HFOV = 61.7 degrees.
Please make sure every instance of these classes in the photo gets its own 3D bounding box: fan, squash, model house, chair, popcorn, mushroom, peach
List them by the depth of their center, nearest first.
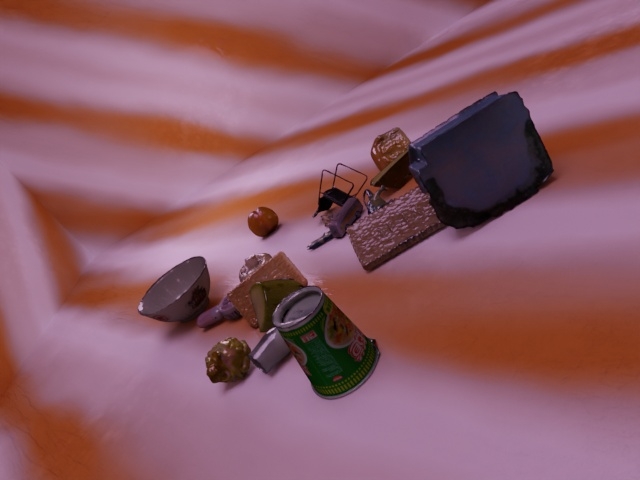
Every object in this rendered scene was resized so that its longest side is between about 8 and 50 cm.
[{"bbox_3d":[-0.278,0.362,1.623,0.145,0.125,0.126,-23,16,4],"label":"popcorn"},{"bbox_3d":[0.438,-0.246,1.637,0.360,0.297,0.339,-33,16,4],"label":"model house"},{"bbox_3d":[-0.141,0.179,1.734,0.184,0.085,0.191,-22,51,-2],"label":"squash"},{"bbox_3d":[-0.358,0.255,1.981,0.244,0.074,0.130,-29,25,17],"label":"fan"},{"bbox_3d":[-0.247,0.110,2.043,0.154,0.122,0.154,-24,28,14],"label":"mushroom"},{"bbox_3d":[0.069,-0.175,2.148,0.145,0.221,0.140,30,30,19],"label":"chair"},{"bbox_3d":[-0.260,-0.087,2.416,0.138,0.138,0.138,-29,25,15],"label":"peach"}]

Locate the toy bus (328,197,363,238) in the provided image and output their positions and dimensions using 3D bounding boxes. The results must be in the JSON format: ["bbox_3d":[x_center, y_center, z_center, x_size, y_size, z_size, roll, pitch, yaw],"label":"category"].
[{"bbox_3d":[0.096,-0.087,2.017,0.058,0.072,0.172,-1,42,46],"label":"toy bus"}]

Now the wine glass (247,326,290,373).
[{"bbox_3d":[-0.118,0.293,1.576,0.202,0.093,0.093,-45,26,-21],"label":"wine glass"}]

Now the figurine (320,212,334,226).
[{"bbox_3d":[0.030,-0.086,2.144,0.051,0.047,0.083,-19,18,1],"label":"figurine"}]

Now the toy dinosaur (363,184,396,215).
[{"bbox_3d":[0.208,-0.117,1.919,0.147,0.076,0.362,-40,27,22],"label":"toy dinosaur"}]

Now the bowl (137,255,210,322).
[{"bbox_3d":[-0.558,0.230,2.186,0.337,0.157,0.337,-28,26,15],"label":"bowl"}]

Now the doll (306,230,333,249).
[{"bbox_3d":[0.000,0.000,2.035,0.125,0.027,0.037,-31,32,11],"label":"doll"}]

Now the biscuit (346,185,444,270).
[{"bbox_3d":[0.249,-0.047,1.729,0.325,0.044,0.217,-31,40,8],"label":"biscuit"}]

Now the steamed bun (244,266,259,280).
[{"bbox_3d":[-0.224,0.157,1.914,0.091,0.112,0.130,-17,44,-14],"label":"steamed bun"}]

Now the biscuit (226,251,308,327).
[{"bbox_3d":[-0.181,0.167,1.837,0.250,0.160,0.030,-40,-9,-8],"label":"biscuit"}]

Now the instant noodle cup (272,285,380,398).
[{"bbox_3d":[0.005,0.239,1.338,0.207,0.232,0.207,-28,24,14],"label":"instant noodle cup"}]

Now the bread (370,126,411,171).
[{"bbox_3d":[0.290,-0.392,2.246,0.174,0.133,0.251,-31,24,6],"label":"bread"}]

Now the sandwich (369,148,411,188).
[{"bbox_3d":[0.299,-0.264,2.064,0.244,0.088,0.090,-44,16,-9],"label":"sandwich"}]
